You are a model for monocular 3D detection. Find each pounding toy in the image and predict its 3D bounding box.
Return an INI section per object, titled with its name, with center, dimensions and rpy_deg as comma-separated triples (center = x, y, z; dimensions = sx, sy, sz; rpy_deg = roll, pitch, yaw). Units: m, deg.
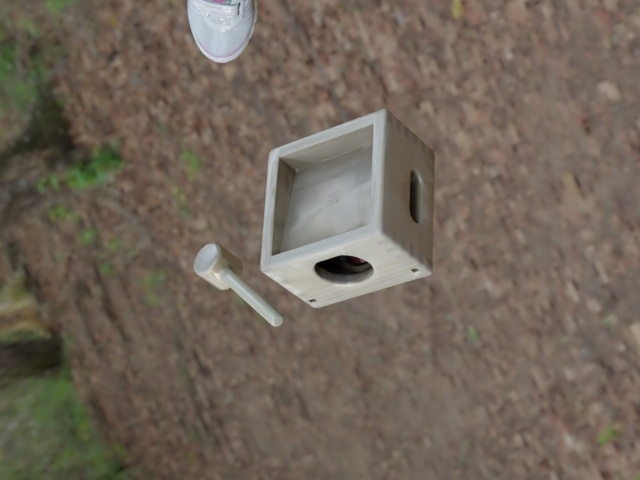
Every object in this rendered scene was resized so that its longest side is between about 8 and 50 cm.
[pounding toy]
center = -0.005, 0.010, 1.390
dimensions = 0.094, 0.206, 0.181
rpy_deg = 37, -134, -43

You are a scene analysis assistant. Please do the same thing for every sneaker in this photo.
[sneaker]
center = -0.142, -0.361, 2.174
dimensions = 0.111, 0.103, 0.252
rpy_deg = -77, -12, -65
